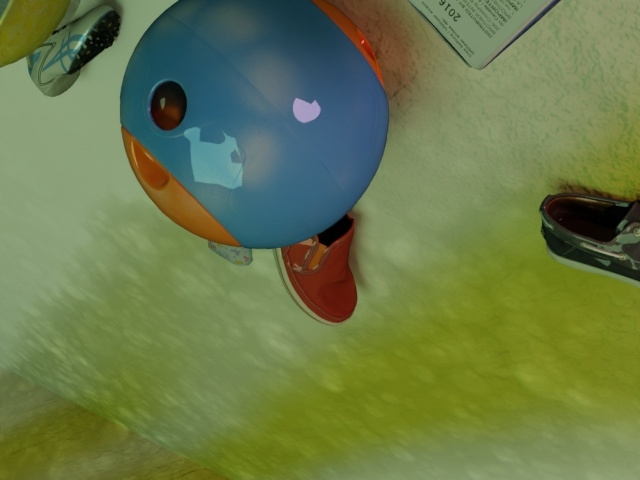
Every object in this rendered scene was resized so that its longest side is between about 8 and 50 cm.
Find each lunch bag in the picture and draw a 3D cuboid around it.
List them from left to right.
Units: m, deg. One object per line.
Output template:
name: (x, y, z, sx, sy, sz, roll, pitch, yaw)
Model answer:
lunch bag: (-0.143, -0.003, 1.371, 0.083, 0.053, 0.071, 32, 147, 25)

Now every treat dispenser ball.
treat dispenser ball: (-0.070, -0.134, 0.906, 0.288, 0.288, 0.288, 25, 147, 18)

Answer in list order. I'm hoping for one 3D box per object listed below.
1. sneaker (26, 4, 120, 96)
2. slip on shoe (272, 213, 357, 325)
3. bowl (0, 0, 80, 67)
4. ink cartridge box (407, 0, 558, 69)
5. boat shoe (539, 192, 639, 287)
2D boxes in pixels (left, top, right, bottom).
sneaker: (-0.362, -0.279, 1.193, 0.237, 0.085, 0.086, -21, 110, 50)
slip on shoe: (0.000, 0.000, 1.185, 0.101, 0.123, 0.331, 9, 135, 31)
bowl: (-0.393, -0.337, 1.043, 0.289, 0.289, 0.156, 13, -176, 33)
ink cartridge box: (0.116, -0.303, 0.568, 0.270, 0.151, 0.395, 48, 157, -1)
boat shoe: (0.342, -0.001, 0.881, 0.233, 0.084, 0.079, 14, 143, 36)
